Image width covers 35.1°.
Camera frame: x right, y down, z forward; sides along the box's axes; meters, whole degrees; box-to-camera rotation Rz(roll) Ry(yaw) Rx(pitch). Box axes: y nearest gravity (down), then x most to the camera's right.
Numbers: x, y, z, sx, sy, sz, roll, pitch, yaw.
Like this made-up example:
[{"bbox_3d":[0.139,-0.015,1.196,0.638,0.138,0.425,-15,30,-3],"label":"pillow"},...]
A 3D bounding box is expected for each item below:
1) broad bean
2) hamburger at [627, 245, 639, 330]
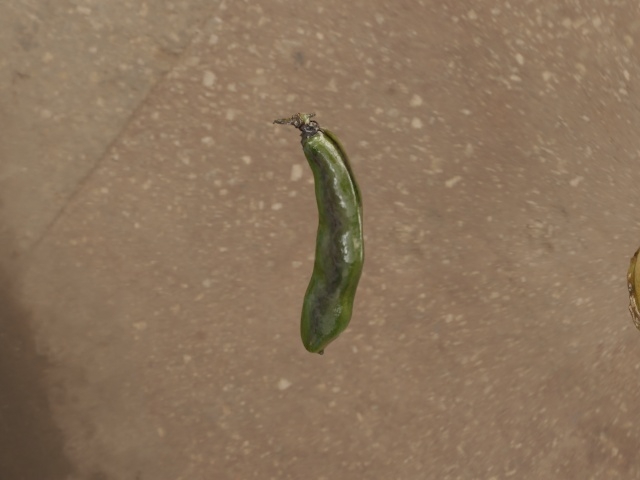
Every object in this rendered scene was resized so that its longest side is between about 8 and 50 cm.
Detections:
[{"bbox_3d":[0.005,0.000,0.852,0.069,0.039,0.226,3,115,18],"label":"broad bean"},{"bbox_3d":[0.433,0.033,0.843,0.303,0.261,0.186,34,136,7],"label":"hamburger"}]
